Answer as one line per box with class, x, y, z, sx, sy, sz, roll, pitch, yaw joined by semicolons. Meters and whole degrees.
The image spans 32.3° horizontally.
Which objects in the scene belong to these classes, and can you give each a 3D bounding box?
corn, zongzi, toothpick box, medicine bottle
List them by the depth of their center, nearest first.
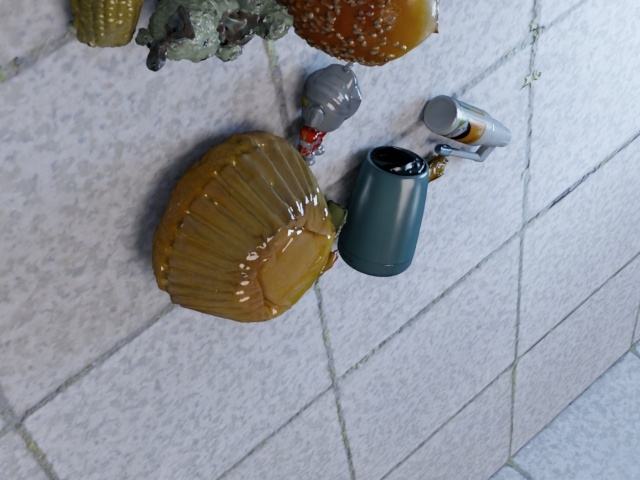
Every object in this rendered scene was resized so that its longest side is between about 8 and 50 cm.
corn;-0.197;-0.312;1.052;0.086;0.086;0.288;-24;142;-36
zongzi;0.000;0.000;1.667;0.104;0.052;0.113;-47;162;-15
toothpick box;0.098;-0.048;1.668;0.120;0.120;0.184;-20;135;-39
medicine bottle;0.233;-0.170;1.764;0.092;0.061;0.220;-52;150;20

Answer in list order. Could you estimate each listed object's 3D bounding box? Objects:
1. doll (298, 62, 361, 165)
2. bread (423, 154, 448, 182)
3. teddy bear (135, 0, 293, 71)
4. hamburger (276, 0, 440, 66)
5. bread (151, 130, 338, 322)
doll;0.006;-0.172;1.468;0.094;0.079;0.180;-51;170;-45
bread;0.164;-0.104;1.768;0.083;0.036;0.047;-33;158;-27
teddy bear;-0.125;-0.247;1.177;0.133;0.111;0.213;-22;-178;29
hamburger;0.039;-0.296;1.242;0.147;0.236;0.237;-59;151;-16
bread;-0.094;-0.007;1.443;0.274;0.149;0.274;-40;150;-29
